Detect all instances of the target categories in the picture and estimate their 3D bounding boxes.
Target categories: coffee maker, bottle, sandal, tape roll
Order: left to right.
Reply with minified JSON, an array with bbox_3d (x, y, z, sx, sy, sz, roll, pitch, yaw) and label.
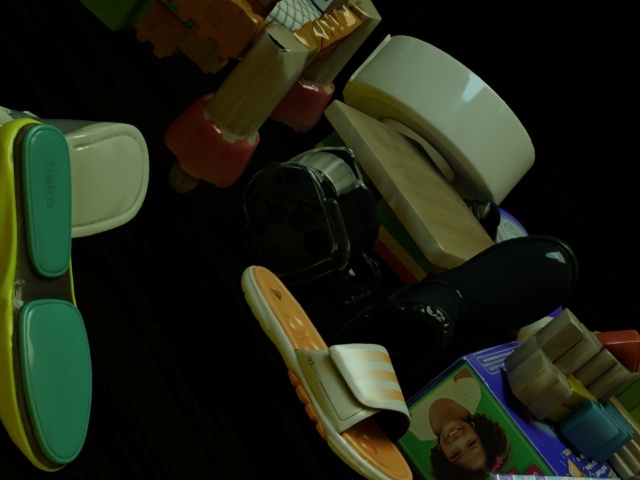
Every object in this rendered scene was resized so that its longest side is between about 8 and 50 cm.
[{"bbox_3d":[0.002,-0.010,1.517,0.171,0.120,0.178,49,17,1],"label":"coffee maker"},{"bbox_3d":[0.016,0.110,1.356,0.265,0.076,0.102,56,18,24],"label":"sandal"},{"bbox_3d":[0.168,-0.164,2.114,0.286,0.100,0.286,39,-11,9],"label":"tape roll"},{"bbox_3d":[0.281,0.064,2.100,0.118,0.092,0.283,40,18,-30],"label":"bottle"}]

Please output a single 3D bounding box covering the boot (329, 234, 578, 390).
[{"bbox_3d":[0.141,0.075,1.490,0.207,0.246,0.094,-36,108,-76],"label":"boot"}]

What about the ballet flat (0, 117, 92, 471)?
[{"bbox_3d":[-0.197,0.036,0.953,0.077,0.077,0.231,11,72,-60],"label":"ballet flat"}]

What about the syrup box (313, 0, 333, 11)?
[{"bbox_3d":[-0.027,-0.434,2.024,0.237,0.096,0.093,50,20,3],"label":"syrup box"}]

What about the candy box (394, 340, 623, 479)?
[{"bbox_3d":[0.233,0.264,1.477,0.317,0.122,0.268,51,15,14],"label":"candy box"}]

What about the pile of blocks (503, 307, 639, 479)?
[{"bbox_3d":[0.308,0.156,1.505,0.149,0.112,0.362,54,14,24],"label":"pile of blocks"}]

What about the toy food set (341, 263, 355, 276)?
[{"bbox_3d":[0.000,0.000,1.664,0.122,0.019,0.078,26,27,-52],"label":"toy food set"}]

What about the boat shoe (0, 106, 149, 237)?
[{"bbox_3d":[-0.247,-0.044,1.066,0.099,0.116,0.319,8,9,25],"label":"boat shoe"}]

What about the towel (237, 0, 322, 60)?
[{"bbox_3d":[-0.132,-0.358,1.983,0.235,0.121,0.284,27,28,-47],"label":"towel"}]

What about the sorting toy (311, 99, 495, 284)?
[{"bbox_3d":[0.112,-0.035,1.905,0.255,0.089,0.257,56,18,25],"label":"sorting toy"}]

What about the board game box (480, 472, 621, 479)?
[{"bbox_3d":[0.215,0.303,1.269,0.136,0.035,0.201,6,58,-20],"label":"board game box"}]

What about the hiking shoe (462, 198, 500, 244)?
[{"bbox_3d":[0.197,-0.027,2.058,0.227,0.114,0.086,57,17,26],"label":"hiking shoe"}]

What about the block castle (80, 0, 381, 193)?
[{"bbox_3d":[-0.186,-0.272,1.499,0.453,0.213,0.303,42,28,3],"label":"block castle"}]
